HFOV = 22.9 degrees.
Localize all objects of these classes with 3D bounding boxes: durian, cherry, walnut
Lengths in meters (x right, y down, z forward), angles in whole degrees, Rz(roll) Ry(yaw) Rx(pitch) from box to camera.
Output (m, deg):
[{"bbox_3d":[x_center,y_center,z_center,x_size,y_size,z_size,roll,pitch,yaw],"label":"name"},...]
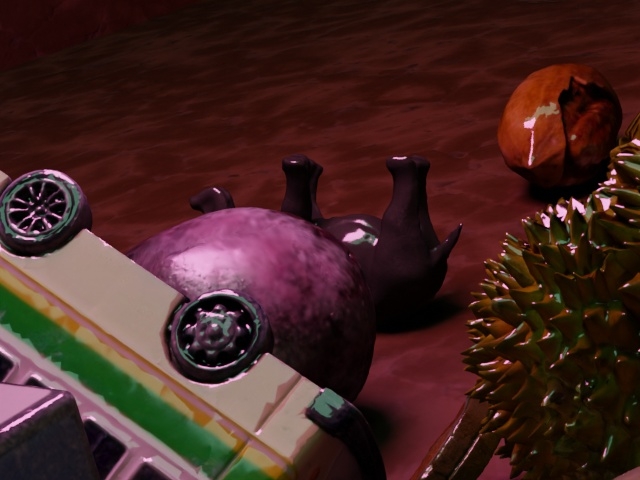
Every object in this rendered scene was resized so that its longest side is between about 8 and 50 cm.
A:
[{"bbox_3d":[0.206,0.048,0.752,0.291,0.225,0.291,-27,-20,-11],"label":"durian"},{"bbox_3d":[-0.060,0.065,1.121,0.195,0.195,0.195,-12,18,4],"label":"cherry"},{"bbox_3d":[0.234,-0.111,1.551,0.115,0.116,0.207,-4,21,26],"label":"walnut"}]

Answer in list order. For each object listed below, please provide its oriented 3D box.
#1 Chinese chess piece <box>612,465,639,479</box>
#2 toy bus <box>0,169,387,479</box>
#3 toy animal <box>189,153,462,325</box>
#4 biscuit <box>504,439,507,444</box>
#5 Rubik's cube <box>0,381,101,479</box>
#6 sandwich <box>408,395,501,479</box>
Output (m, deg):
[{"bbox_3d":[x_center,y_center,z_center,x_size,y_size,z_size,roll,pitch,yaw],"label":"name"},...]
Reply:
[{"bbox_3d":[0.071,0.194,0.588,0.250,0.101,0.250,-41,-5,-4],"label":"Chinese chess piece"},{"bbox_3d":[-0.127,0.101,0.933,0.305,0.143,0.179,32,69,23],"label":"toy bus"},{"bbox_3d":[-0.004,0.000,1.325,0.245,0.146,0.114,4,6,36],"label":"toy animal"},{"bbox_3d":[0.282,0.098,0.960,0.290,0.062,0.237,3,25,44],"label":"biscuit"},{"bbox_3d":[-0.232,0.198,0.797,0.207,0.205,0.205,3,24,39],"label":"Rubik's cube"},{"bbox_3d":[0.078,0.137,0.968,0.135,0.029,0.067,-52,3,-31],"label":"sandwich"}]
